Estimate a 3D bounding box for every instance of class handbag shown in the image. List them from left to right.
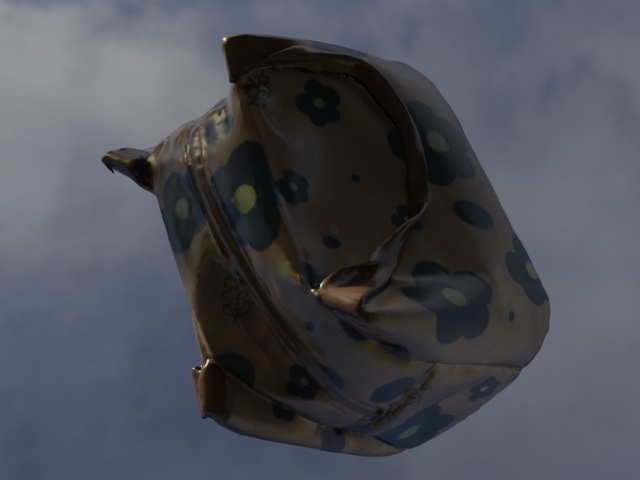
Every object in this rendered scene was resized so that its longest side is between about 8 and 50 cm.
[{"bbox_3d":[0.000,0.000,0.625,0.190,0.193,0.252,-40,-119,32],"label":"handbag"}]
